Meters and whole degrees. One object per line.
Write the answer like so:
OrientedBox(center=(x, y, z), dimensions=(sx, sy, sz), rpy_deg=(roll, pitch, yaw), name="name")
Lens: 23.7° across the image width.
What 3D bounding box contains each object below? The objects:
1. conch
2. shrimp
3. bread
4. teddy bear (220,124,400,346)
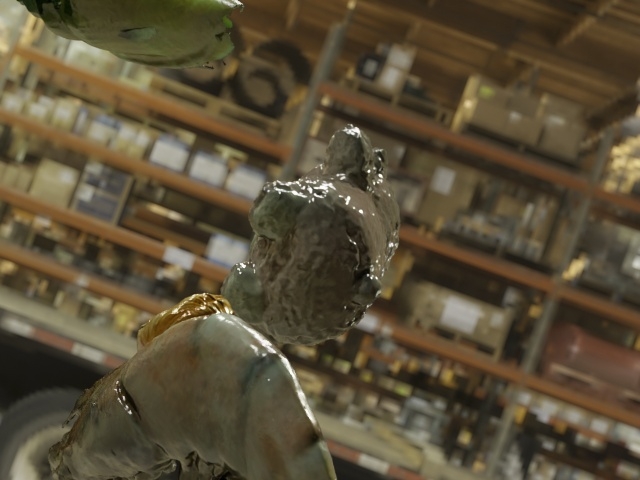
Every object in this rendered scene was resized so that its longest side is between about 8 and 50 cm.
OrientedBox(center=(-0.142, -0.171, 1.099), dimensions=(0.200, 0.079, 0.095), rpy_deg=(27, -27, 19), name="conch")
OrientedBox(center=(-0.041, 0.108, 0.525), dimensions=(0.035, 0.148, 0.195), rpy_deg=(-21, -6, -33), name="shrimp")
OrientedBox(center=(-0.110, 0.078, 1.257), dimensions=(0.044, 0.083, 0.111), rpy_deg=(57, -17, 11), name="bread")
OrientedBox(center=(0.001, 0.001, 1.498), dimensions=(0.151, 0.236, 0.267), rpy_deg=(23, 19, -2), name="teddy bear")
